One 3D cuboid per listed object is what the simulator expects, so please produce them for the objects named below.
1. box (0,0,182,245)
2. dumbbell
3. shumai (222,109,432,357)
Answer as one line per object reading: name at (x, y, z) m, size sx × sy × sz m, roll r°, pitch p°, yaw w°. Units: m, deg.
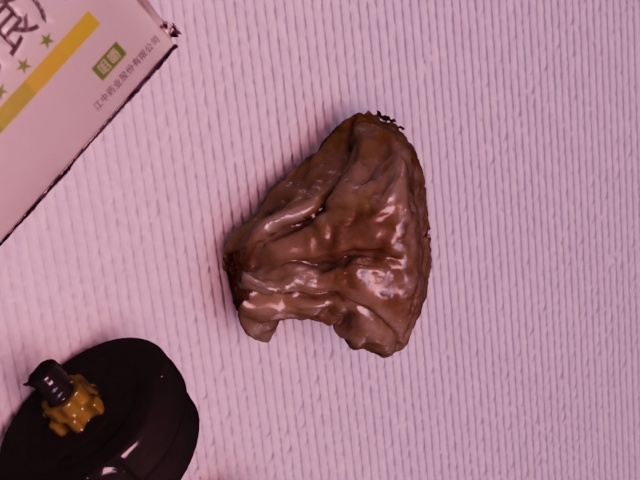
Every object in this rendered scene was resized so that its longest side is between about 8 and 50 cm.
box at (-0.287, -0.113, 1.037) m, size 0.333 × 0.145 × 0.173 m, roll -51°, pitch 127°, yaw -13°
dumbbell at (-0.143, 0.248, 1.210) m, size 0.185 × 0.185 × 0.388 m, roll -45°, pitch 123°, yaw -18°
shumai at (0.002, 0.003, 1.248) m, size 0.185 × 0.184 × 0.218 m, roll -8°, pitch 120°, yaw -36°
